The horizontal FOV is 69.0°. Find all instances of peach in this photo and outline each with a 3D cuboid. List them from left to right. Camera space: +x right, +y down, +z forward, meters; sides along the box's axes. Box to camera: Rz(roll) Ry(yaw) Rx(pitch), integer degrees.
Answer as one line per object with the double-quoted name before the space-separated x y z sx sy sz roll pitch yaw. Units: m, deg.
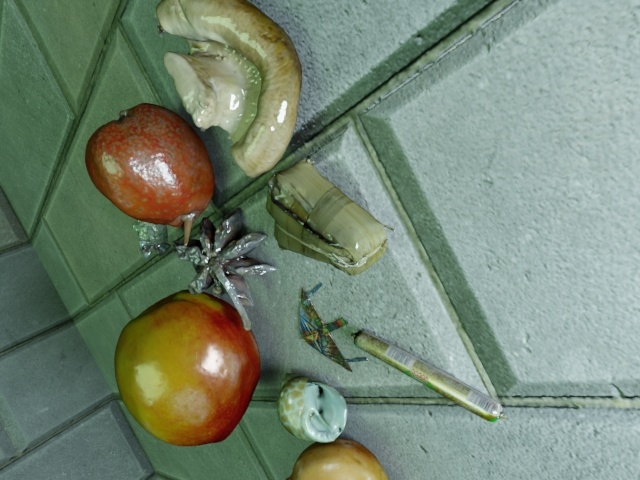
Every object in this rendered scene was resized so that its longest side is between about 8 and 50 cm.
"peach" -0.278 0.276 1.003 0.308 0.308 0.332 -18 94 50

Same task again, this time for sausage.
"sausage" 0.151 0.198 0.705 0.269 0.033 0.032 23 127 37

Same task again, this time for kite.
"kite" 0.002 0.169 0.865 0.160 0.010 0.183 -34 86 50

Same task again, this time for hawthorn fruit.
"hawthorn fruit" -0.303 -0.115 0.873 0.210 0.210 0.262 -10 111 49

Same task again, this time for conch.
"conch" -0.021 0.331 0.916 0.173 0.106 0.116 3 80 25

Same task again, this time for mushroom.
"mushroom" -0.109 -0.242 0.646 0.151 0.156 0.285 -29 89 31

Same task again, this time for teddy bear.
"teddy bear" -0.389 -0.071 1.070 0.213 0.111 0.133 58 -176 18

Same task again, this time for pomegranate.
"pomegranate" 0.032 0.481 0.873 0.209 0.209 0.209 25 129 36

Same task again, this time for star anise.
"star anise" -0.185 0.053 0.897 0.231 0.089 0.209 46 110 16

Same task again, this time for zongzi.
"zongzi" 0.000 0.000 0.705 0.194 0.099 0.197 41 147 23
